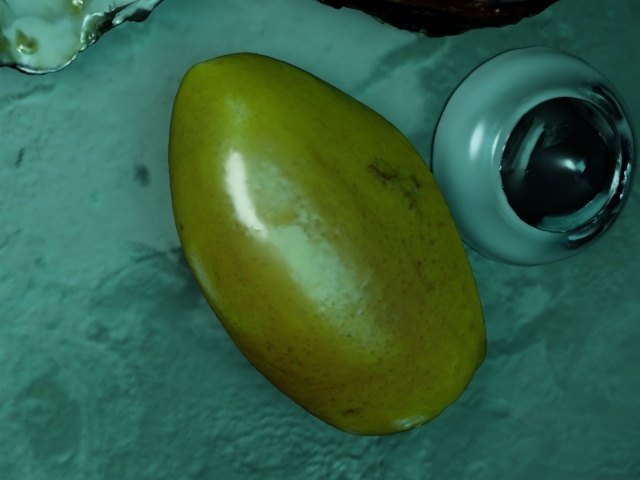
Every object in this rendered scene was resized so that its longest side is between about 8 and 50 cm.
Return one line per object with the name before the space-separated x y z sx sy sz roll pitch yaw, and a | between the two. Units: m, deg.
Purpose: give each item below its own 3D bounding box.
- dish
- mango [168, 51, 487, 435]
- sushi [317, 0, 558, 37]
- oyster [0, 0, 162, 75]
dish | 0.148 -0.047 1.148 0.141 0.078 0.141 -4 101 -21
mango | 0.000 0.000 1.073 0.154 0.126 0.252 -42 111 -22
sushi | 0.047 -0.190 1.054 0.225 0.126 0.136 10 95 -23
oyster | -0.170 -0.199 0.994 0.223 0.083 0.214 9 93 -17
